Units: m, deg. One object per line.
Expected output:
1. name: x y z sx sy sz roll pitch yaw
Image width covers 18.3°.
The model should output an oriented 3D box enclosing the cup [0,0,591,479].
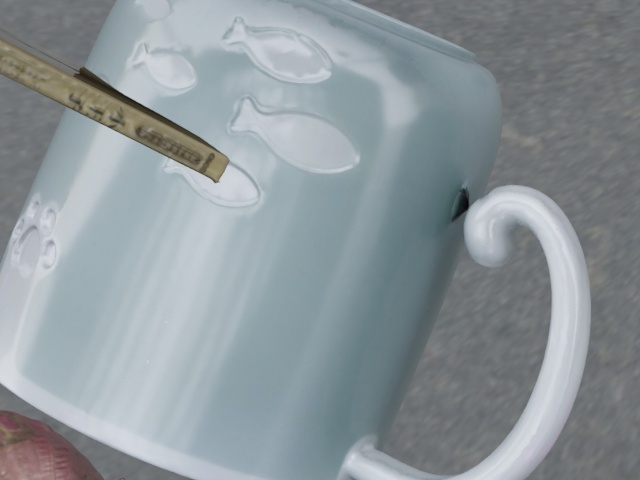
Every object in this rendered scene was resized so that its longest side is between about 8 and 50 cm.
1. cup: 0.000 0.000 1.161 0.357 0.259 0.274 25 98 26

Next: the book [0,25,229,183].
1. book: -0.144 -0.086 0.823 0.138 0.199 0.016 33 94 50

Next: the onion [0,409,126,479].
1. onion: -0.275 0.278 1.500 0.354 0.353 0.353 2 98 17
